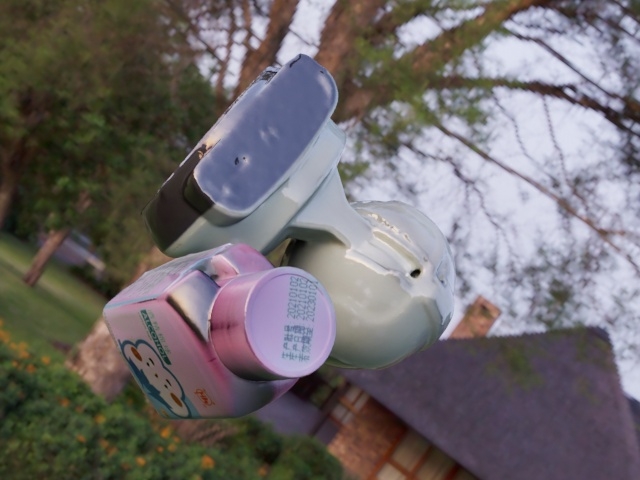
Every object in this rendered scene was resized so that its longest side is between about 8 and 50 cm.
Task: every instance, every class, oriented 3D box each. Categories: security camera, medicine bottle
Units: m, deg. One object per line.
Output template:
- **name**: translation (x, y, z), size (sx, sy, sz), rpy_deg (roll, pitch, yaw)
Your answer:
- **security camera**: translation (0.000, 0.000, 0.957), size (0.277, 0.197, 0.191), rpy_deg (40, -27, -8)
- **medicine bottle**: translation (-0.075, 0.069, 0.821), size (0.188, 0.094, 0.119), rpy_deg (-14, -72, 53)
